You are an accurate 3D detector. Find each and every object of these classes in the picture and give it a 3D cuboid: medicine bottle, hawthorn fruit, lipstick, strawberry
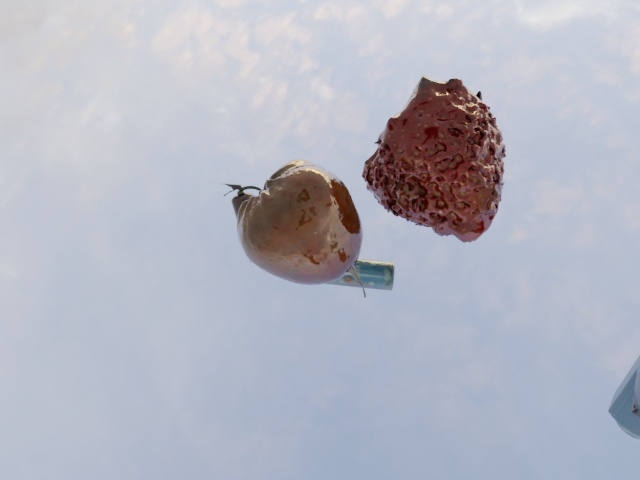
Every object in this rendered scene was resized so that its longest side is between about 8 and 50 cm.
[{"bbox_3d":[0.379,0.174,0.568,0.079,0.258,0.124,18,-114,27],"label":"medicine bottle"},{"bbox_3d":[-0.004,-0.018,0.618,0.188,0.149,0.149,16,-110,-12],"label":"hawthorn fruit"},{"bbox_3d":[0.039,0.050,0.824,0.157,0.048,0.048,6,-111,5],"label":"lipstick"},{"bbox_3d":[0.157,-0.089,0.659,0.186,0.184,0.202,-31,-121,5],"label":"strawberry"}]

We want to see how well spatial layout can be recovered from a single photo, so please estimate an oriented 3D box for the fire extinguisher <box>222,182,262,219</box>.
[{"bbox_3d":[-0.126,-0.040,0.956,0.078,0.045,0.157,-15,-72,-1],"label":"fire extinguisher"}]
